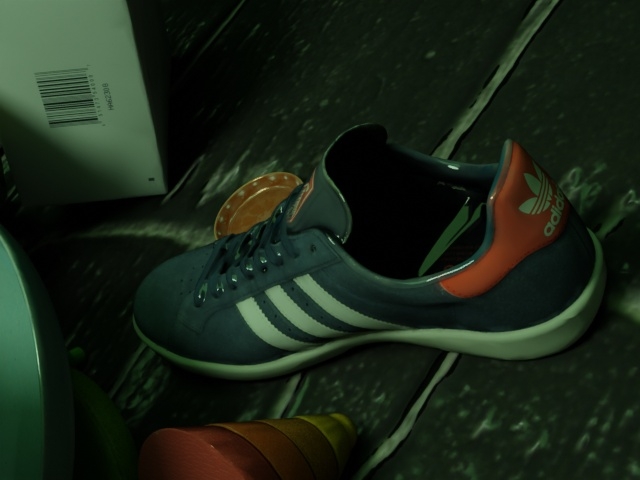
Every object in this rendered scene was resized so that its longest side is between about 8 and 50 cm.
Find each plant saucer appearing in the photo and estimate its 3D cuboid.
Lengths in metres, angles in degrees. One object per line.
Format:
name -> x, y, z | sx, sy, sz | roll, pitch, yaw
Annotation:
plant saucer -> -0.246, 0.130, 0.734 | 0.317, 0.043, 0.318 | -5, 83, 47
plant saucer -> -0.046, -0.020, 0.877 | 0.083, 0.013, 0.084 | -20, 43, 19

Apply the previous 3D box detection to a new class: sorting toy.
sorting toy -> -0.112, 0.124, 0.740 | 0.365, 0.127, 0.126 | 10, 28, 44

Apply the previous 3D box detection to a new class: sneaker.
sneaker -> 0.000, 0.000, 0.719 | 0.350, 0.148, 0.131 | -9, 46, 28

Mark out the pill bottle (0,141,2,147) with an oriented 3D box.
pill bottle -> -0.350, -0.125, 1.170 | 0.043, 0.043, 0.083 | 1, 51, 36

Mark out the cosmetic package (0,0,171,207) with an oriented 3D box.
cosmetic package -> -0.216, -0.189, 0.976 | 0.138, 0.224, 0.225 | -5, 43, 0

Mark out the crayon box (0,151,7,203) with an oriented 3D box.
crayon box -> -0.364, -0.024, 0.915 | 0.203, 0.083, 0.323 | -49, 6, -17
